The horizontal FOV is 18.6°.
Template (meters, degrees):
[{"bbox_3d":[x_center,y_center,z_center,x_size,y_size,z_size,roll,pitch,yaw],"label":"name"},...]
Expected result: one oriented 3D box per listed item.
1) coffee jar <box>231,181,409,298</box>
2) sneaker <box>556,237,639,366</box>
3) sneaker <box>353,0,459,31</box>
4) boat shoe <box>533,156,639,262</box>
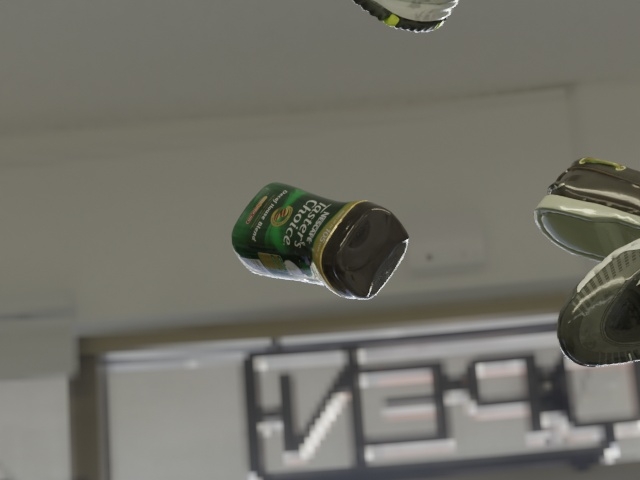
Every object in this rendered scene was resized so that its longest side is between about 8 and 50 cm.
[{"bbox_3d":[0.000,0.000,1.972,0.184,0.096,0.079,13,-30,48],"label":"coffee jar"},{"bbox_3d":[0.271,0.023,1.321,0.234,0.078,0.106,-22,3,-3],"label":"sneaker"},{"bbox_3d":[-0.011,-0.357,1.801,0.385,0.145,0.147,34,-62,-4],"label":"sneaker"},{"bbox_3d":[0.276,-0.010,1.498,0.228,0.068,0.081,19,-28,31],"label":"boat shoe"}]
